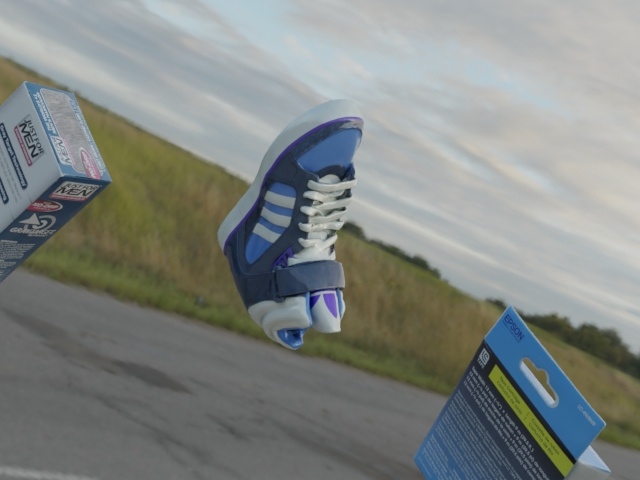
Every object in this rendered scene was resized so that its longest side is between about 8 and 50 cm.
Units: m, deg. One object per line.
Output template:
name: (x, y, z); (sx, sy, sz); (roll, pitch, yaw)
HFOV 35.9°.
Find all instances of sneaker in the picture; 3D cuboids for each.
sneaker: (-0.001, 0.000, 1.309); (0.130, 0.323, 0.236); (-4, 55, -45)

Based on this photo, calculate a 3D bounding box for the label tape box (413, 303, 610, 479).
label tape box: (0.305, 0.305, 1.498); (0.115, 0.347, 0.249); (2, 37, -34)

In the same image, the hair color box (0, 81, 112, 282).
hair color box: (-0.490, -0.065, 1.512); (0.105, 0.347, 0.173); (5, 53, -57)
